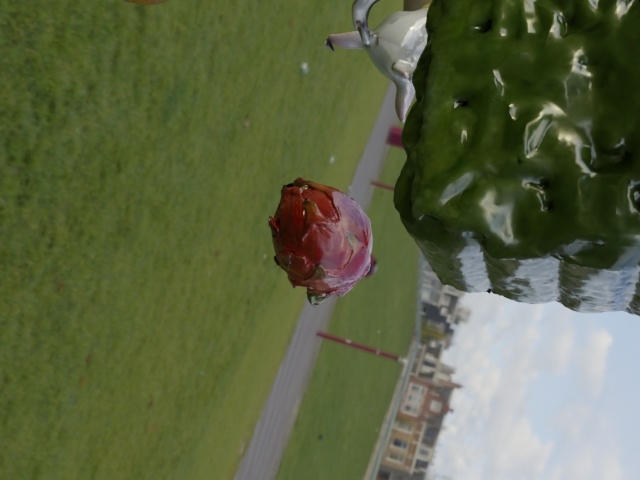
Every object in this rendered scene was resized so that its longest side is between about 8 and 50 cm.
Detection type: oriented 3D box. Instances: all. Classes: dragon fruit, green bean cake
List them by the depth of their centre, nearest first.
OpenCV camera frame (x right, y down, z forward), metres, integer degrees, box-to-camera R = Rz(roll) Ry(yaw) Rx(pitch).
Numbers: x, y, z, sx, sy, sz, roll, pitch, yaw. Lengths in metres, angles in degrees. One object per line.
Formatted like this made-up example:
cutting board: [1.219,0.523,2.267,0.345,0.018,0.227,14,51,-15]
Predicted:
green bean cake: [0.191,-0.080,0.536,0.156,0.249,0.247,51,50,-64]
dragon fruit: [0.000,0.000,1.325,0.172,0.172,0.210,-59,130,-72]

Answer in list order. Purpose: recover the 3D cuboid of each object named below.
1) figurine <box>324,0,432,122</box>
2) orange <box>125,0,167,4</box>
figurine: [0.139,-0.300,1.010,0.284,0.206,0.316,-49,-175,39]
orange: [-0.192,-0.330,0.863,0.156,0.124,0.156,180,-90,-77]
